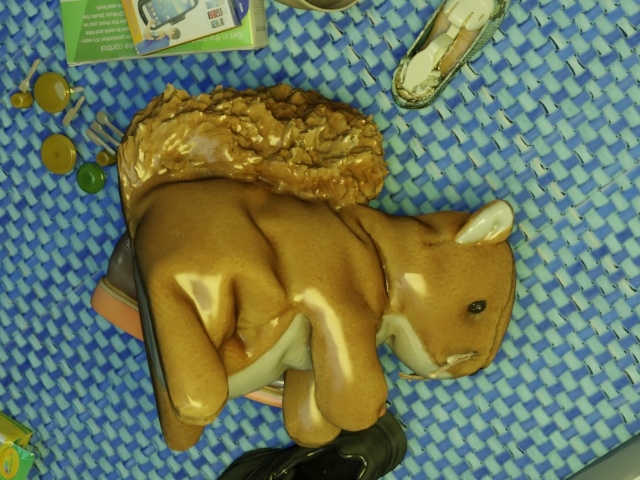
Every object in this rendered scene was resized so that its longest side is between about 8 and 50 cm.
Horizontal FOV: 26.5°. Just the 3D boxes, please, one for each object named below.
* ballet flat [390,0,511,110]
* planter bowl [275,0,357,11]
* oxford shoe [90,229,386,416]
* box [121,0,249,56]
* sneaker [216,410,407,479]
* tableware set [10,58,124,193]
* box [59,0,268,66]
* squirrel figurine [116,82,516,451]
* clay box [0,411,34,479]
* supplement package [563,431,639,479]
[{"bbox_3d":[0.136,-0.212,1.408,0.070,0.070,0.188,35,107,11],"label":"ballet flat"},{"bbox_3d":[-0.030,-0.315,1.412,0.109,0.162,0.162,4,100,45],"label":"planter bowl"},{"bbox_3d":[-0.081,0.085,1.496,0.363,0.130,0.133,24,99,14],"label":"oxford shoe"},{"bbox_3d":[-0.144,-0.254,1.457,0.136,0.028,0.081,-14,96,22],"label":"box"},{"bbox_3d":[-0.043,0.277,1.508,0.286,0.130,0.109,-36,88,21],"label":"sneaker"},{"bbox_3d":[-0.298,-0.131,1.592,0.154,0.024,0.104,40,111,8],"label":"tableware set"},{"bbox_3d":[-0.186,-0.361,1.494,0.232,0.058,0.322,-2,99,19],"label":"box"},{"bbox_3d":[0.000,0.000,1.347,0.370,0.281,0.397,-11,71,-11],"label":"squirrel figurine"},{"bbox_3d":[-0.454,0.254,1.685,0.222,0.053,0.127,29,106,11],"label":"clay box"},{"bbox_3d":[0.354,0.340,1.342,0.198,0.199,0.263,-37,85,21],"label":"supplement package"}]
